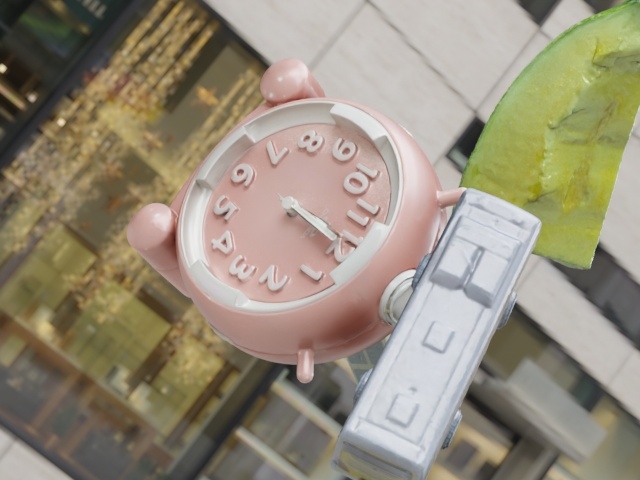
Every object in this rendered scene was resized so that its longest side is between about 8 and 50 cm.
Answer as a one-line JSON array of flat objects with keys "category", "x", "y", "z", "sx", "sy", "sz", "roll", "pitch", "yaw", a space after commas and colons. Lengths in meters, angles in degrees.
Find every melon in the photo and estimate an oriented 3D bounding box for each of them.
[{"category": "melon", "x": 0.278, "y": -0.122, "z": 1.409, "sx": 0.196, "sy": 0.323, "sz": 0.124, "roll": 11, "pitch": 19, "yaw": -31}]

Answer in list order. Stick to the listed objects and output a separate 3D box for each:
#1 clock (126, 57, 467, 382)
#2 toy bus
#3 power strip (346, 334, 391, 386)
[{"category": "clock", "x": 0.000, "y": 0.000, "z": 1.069, "sx": 0.241, "sy": 0.227, "sz": 0.142, "roll": 35, "pitch": -9, "yaw": 40}, {"category": "toy bus", "x": 0.069, "y": 0.056, "z": 0.761, "sx": 0.064, "sy": 0.190, "sz": 0.075, "roll": 24, "pitch": -25, "yaw": 10}, {"category": "power strip", "x": 0.056, "y": 0.114, "z": 1.355, "sx": 0.080, "sy": 0.029, "sz": 0.226, "roll": -7, "pitch": -70, "yaw": 50}]
